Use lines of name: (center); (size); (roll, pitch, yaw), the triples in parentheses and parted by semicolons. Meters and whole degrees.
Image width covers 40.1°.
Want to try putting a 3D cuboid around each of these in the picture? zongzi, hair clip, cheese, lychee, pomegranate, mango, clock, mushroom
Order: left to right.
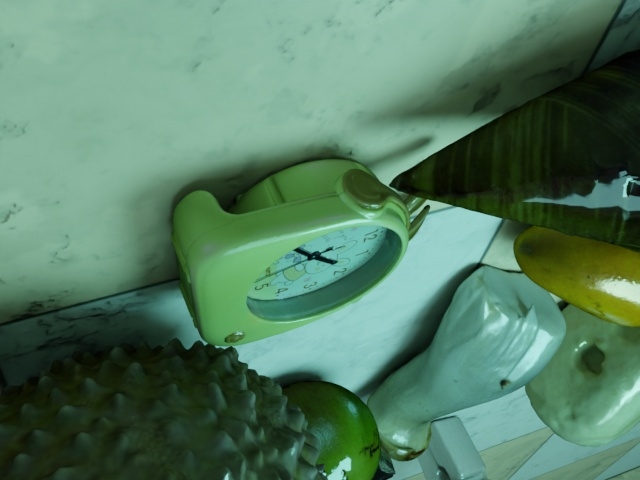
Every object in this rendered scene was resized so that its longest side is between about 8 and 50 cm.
lychee: (-0.165, 0.267, 0.704); (0.380, 0.432, 0.380); (9, 136, 8)
pomegranate: (-0.001, 0.266, 1.020); (0.180, 0.209, 0.180); (-34, 158, -16)
clock: (0.000, 0.000, 0.710); (0.232, 0.069, 0.170); (-18, 151, -15)
mushroom: (0.158, 0.155, 1.077); (0.159, 0.122, 0.328); (29, 130, -13)
hair clip: (0.249, 0.446, 1.391); (0.085, 0.330, 0.101); (-6, 148, -36)
mango: (0.295, 0.029, 0.925); (0.219, 0.145, 0.112); (11, 97, -29)
cheese: (0.391, 0.148, 1.158); (0.248, 0.173, 0.251); (-27, 154, -14)
zongzi: (0.296, -0.040, 0.779); (0.432, 0.207, 0.403); (-13, 161, 9)

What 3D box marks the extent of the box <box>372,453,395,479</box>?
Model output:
box: (-0.064, 0.339, 1.226); (0.310, 0.084, 0.198); (-26, 152, 4)
